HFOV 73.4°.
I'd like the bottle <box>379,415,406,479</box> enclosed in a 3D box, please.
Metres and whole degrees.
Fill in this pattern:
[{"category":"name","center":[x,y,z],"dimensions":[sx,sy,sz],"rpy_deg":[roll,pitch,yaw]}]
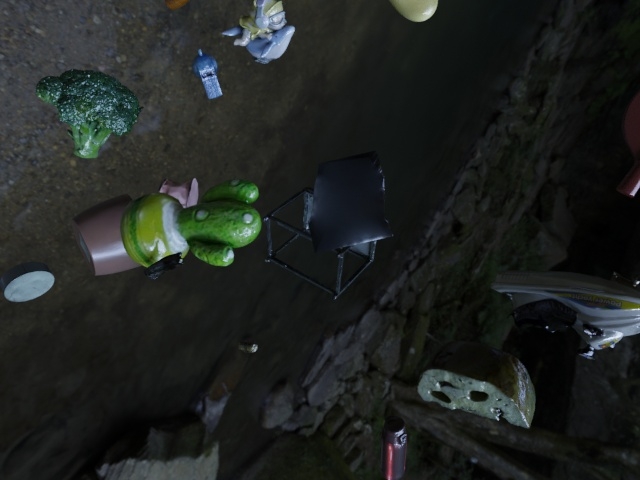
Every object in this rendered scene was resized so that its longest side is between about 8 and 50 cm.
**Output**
[{"category":"bottle","center":[0.158,0.445,0.923],"dimensions":[0.060,0.060,0.164],"rpy_deg":[-40,136,-45]}]

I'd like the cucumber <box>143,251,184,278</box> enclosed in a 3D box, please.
[{"category":"cucumber","center":[-0.347,0.055,0.947],"dimensions":[0.034,0.033,0.135],"rpy_deg":[10,153,-44]}]

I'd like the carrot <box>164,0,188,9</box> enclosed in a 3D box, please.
[{"category":"carrot","center":[-0.380,-0.686,1.199],"dimensions":[0.048,0.216,0.048],"rpy_deg":[-12,110,-38]}]

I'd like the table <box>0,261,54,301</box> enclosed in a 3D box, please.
[{"category":"table","center":[-0.889,0.125,1.303],"dimensions":[0.133,0.043,0.133],"rpy_deg":[-36,158,-17]}]

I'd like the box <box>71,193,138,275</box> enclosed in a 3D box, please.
[{"category":"box","center":[-0.798,-0.010,1.645],"dimensions":[0.216,0.301,0.301],"rpy_deg":[-25,143,-35]}]

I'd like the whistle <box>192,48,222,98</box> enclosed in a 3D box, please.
[{"category":"whistle","center":[-0.386,-0.573,1.458],"dimensions":[0.090,0.090,0.158],"rpy_deg":[-49,149,-29]}]

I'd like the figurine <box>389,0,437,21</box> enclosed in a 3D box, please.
[{"category":"figurine","center":[0.147,-0.582,0.836],"dimensions":[0.124,0.222,0.324],"rpy_deg":[-30,123,15]}]

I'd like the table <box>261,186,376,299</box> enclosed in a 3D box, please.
[{"category":"table","center":[0.000,0.000,1.608],"dimensions":[0.272,0.335,0.222],"rpy_deg":[-41,147,-40]}]

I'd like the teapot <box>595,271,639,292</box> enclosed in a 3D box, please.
[{"category":"teapot","center":[0.566,0.096,0.836],"dimensions":[0.085,0.110,0.080],"rpy_deg":[-96,-156,-61]}]

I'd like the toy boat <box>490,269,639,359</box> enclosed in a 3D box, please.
[{"category":"toy boat","center":[0.440,0.122,0.758],"dimensions":[0.140,0.269,0.141],"rpy_deg":[-7,105,-27]}]

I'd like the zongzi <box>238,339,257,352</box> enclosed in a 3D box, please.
[{"category":"zongzi","center":[-0.222,0.360,1.441],"dimensions":[0.083,0.076,0.040],"rpy_deg":[29,67,-44]}]

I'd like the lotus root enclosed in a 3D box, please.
[{"category":"lotus root","center":[0.331,0.298,0.920],"dimensions":[0.119,0.235,0.138],"rpy_deg":[-45,130,-41]}]

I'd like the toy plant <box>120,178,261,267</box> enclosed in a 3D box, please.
[{"category":"toy plant","center":[-0.294,-0.035,1.023],"dimensions":[0.184,0.316,0.224],"rpy_deg":[61,24,-57]}]

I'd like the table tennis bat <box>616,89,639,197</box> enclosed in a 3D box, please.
[{"category":"table tennis bat","center":[0.787,-0.244,0.978],"dimensions":[0.038,0.200,0.310],"rpy_deg":[4,117,-61]}]

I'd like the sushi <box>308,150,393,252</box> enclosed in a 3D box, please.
[{"category":"sushi","center":[0.068,-0.102,1.204],"dimensions":[0.212,0.215,0.227],"rpy_deg":[-40,118,-88]}]

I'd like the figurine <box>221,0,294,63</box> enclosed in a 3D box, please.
[{"category":"figurine","center":[-0.168,-0.597,1.212],"dimensions":[0.128,0.208,0.184],"rpy_deg":[-56,153,-48]}]

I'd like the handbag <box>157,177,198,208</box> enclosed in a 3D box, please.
[{"category":"handbag","center":[-0.501,-0.122,1.494],"dimensions":[0.179,0.116,0.205],"rpy_deg":[113,-16,-66]}]

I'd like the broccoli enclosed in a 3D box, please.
[{"category":"broccoli","center":[-0.677,-0.365,1.254],"dimensions":[0.254,0.269,0.269],"rpy_deg":[-93,-163,-57]}]
